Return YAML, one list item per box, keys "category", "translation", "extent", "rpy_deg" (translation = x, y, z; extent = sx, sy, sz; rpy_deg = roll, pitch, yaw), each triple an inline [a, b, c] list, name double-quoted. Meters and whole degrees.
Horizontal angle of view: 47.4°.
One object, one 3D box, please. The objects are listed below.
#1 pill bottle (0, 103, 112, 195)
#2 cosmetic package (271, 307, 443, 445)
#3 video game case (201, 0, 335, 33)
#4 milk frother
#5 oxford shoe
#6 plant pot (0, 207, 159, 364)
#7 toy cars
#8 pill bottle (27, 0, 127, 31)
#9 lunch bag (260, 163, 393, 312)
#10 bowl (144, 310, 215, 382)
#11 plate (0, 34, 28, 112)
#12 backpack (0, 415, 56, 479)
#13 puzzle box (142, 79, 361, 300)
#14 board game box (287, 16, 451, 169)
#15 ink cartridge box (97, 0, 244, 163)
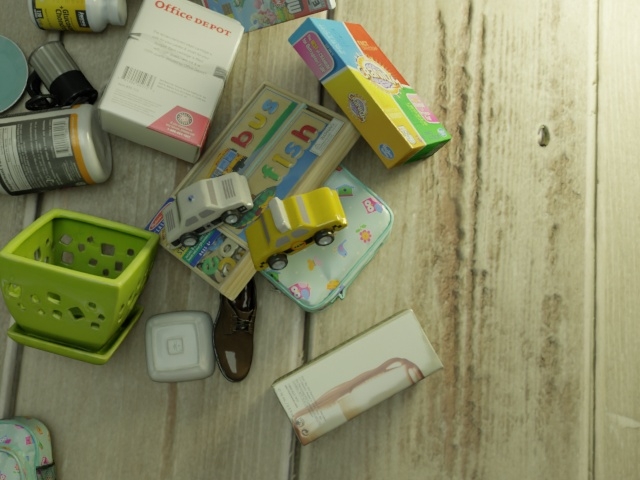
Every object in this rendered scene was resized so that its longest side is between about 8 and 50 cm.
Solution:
- category: "pill bottle"
  translation: [-0.574, -0.176, 1.459]
  extent: [0.278, 0.162, 0.162]
  rpy_deg: [-8, 81, 0]
- category: "cosmetic package"
  translation: [0.067, 0.256, 1.391]
  extent: [0.296, 0.153, 0.129]
  rpy_deg: [-29, 84, -3]
- category: "video game case"
  translation: [-0.126, -0.534, 1.467]
  extent: [0.285, 0.025, 0.204]
  rpy_deg: [-6, 114, 28]
- category: "milk frother"
  translation: [-0.556, -0.328, 1.492]
  extent: [0.129, 0.143, 0.134]
  rpy_deg: [-37, 83, -1]
- category: "oxford shoe"
  translation: [-0.165, 0.165, 1.429]
  extent: [0.083, 0.096, 0.227]
  rpy_deg: [1, 84, -18]
- category: "plant pot"
  translation: [-0.450, 0.092, 1.371]
  extent: [0.227, 0.228, 0.207]
  rpy_deg: [14, 116, 2]
- category: "toy cars"
  translation: [-0.142, -0.049, 1.310]
  extent: [0.394, 0.087, 0.176]
  rpy_deg: [12, 70, 32]
- category: "pill bottle"
  translation: [-0.509, -0.494, 1.537]
  extent: [0.184, 0.103, 0.103]
  rpy_deg: [2, 81, 1]
- category: "lunch bag"
  translation: [0.000, 0.000, 1.453]
  extent: [0.224, 0.108, 0.279]
  rpy_deg: [41, 84, 5]
- category: "bowl"
  translation: [-0.282, 0.209, 1.450]
  extent: [0.142, 0.053, 0.142]
  rpy_deg: [-5, 80, -1]
- category: "plate"
  translation: [-0.713, -0.350, 1.556]
  extent: [0.188, 0.024, 0.188]
  rpy_deg: [0, 80, 1]
- category: "backpack"
  translation: [-0.594, 0.428, 1.374]
  extent: [0.166, 0.144, 0.188]
  rpy_deg: [-7, 78, 5]
- category: "puzzle box"
  translation: [-0.141, -0.113, 1.434]
  extent: [0.272, 0.052, 0.409]
  rpy_deg: [32, 81, 38]
- category: "board game box"
  translation: [0.104, -0.293, 1.435]
  extent: [0.064, 0.242, 0.316]
  rpy_deg: [-41, 82, 28]
- category: "ink cartridge box"
  translation: [-0.296, -0.328, 1.468]
  extent: [0.207, 0.117, 0.283]
  rpy_deg: [20, 73, -9]
